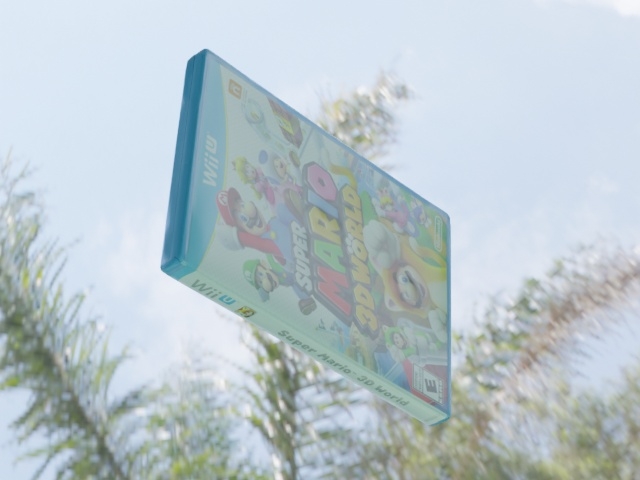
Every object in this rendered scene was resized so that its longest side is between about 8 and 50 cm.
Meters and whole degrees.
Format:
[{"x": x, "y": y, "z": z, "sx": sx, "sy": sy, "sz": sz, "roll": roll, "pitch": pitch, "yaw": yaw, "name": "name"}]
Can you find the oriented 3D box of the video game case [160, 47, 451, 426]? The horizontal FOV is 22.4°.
[{"x": 0.000, "y": 0.000, "z": 0.732, "sx": 0.166, "sy": 0.119, "sz": 0.015, "roll": 32, "pitch": -45, "yaw": -33, "name": "video game case"}]
